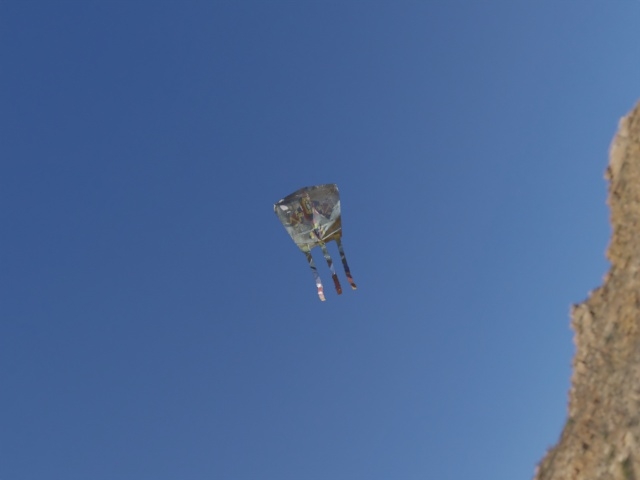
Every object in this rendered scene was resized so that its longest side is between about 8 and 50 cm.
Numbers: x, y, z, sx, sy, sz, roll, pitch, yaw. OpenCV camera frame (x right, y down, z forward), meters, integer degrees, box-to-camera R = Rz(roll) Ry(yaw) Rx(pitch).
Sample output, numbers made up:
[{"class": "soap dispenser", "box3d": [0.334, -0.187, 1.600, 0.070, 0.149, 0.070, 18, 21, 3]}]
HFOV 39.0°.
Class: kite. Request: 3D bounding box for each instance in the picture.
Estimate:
[{"class": "kite", "box3d": [0.000, 0.000, 1.851, 0.141, 0.245, 0.015, -20, -16, 3]}]
